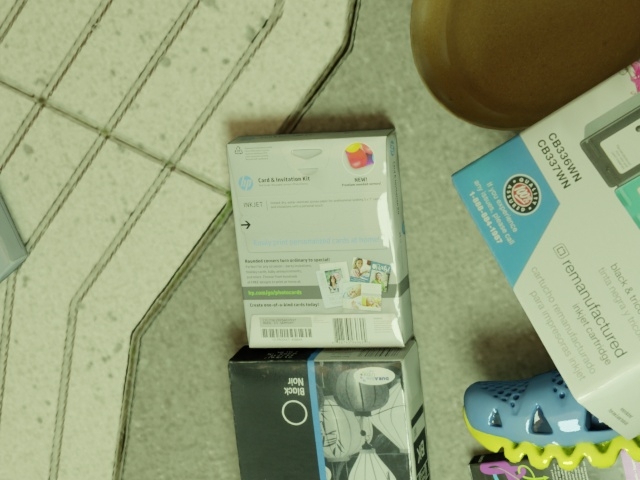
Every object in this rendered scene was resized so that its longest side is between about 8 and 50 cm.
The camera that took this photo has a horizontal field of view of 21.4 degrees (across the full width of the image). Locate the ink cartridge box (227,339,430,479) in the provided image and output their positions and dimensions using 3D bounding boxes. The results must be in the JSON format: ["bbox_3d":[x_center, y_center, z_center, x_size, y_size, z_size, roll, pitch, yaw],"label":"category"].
[{"bbox_3d":[0.018,0.254,1.523,0.165,0.065,0.333,-3,105,17],"label":"ink cartridge box"}]

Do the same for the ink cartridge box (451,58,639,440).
[{"bbox_3d":[0.277,-0.015,1.243,0.270,0.197,0.198,-32,67,10],"label":"ink cartridge box"}]

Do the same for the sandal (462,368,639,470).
[{"bbox_3d":[0.271,0.108,1.382,0.317,0.126,0.138,-7,99,10],"label":"sandal"}]

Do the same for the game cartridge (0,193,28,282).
[{"bbox_3d":[-0.424,0.001,1.590,0.294,0.060,0.196,-20,95,21],"label":"game cartridge"}]

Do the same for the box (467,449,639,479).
[{"bbox_3d":[0.219,0.234,1.475,0.162,0.029,0.116,-9,101,18],"label":"box"}]

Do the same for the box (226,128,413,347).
[{"bbox_3d":[0.000,0.000,1.470,0.145,0.038,0.186,-2,105,17],"label":"box"}]

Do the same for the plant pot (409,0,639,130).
[{"bbox_3d":[0.176,-0.189,1.307,0.236,0.032,0.236,-15,63,33],"label":"plant pot"}]
